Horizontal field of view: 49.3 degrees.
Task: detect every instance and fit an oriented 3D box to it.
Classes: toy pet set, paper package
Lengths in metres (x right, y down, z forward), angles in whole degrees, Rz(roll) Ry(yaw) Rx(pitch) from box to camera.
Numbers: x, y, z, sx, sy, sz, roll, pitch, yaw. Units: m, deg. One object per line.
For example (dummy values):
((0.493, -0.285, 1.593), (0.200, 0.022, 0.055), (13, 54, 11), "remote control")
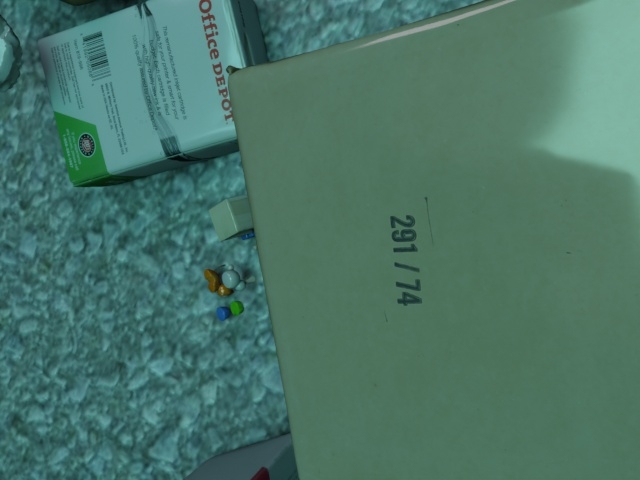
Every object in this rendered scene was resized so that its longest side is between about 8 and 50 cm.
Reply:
((-0.065, 0.009, 0.702), (0.122, 0.065, 0.114), (-24, 84, 51), "toy pet set")
((0.117, 0.004, 0.506), (0.309, 0.168, 0.324), (-8, 93, 31), "paper package")

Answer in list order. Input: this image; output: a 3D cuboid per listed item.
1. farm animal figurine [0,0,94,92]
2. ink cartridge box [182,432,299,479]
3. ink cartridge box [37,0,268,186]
((-0.311, -0.332, 0.684), (0.327, 0.172, 0.330), (40, 90, 18), "farm animal figurine")
((-0.049, 0.364, 0.633), (0.131, 0.226, 0.306), (-20, 88, 16), "ink cartridge box")
((-0.155, -0.150, 0.694), (0.208, 0.087, 0.153), (-12, 91, 17), "ink cartridge box")
